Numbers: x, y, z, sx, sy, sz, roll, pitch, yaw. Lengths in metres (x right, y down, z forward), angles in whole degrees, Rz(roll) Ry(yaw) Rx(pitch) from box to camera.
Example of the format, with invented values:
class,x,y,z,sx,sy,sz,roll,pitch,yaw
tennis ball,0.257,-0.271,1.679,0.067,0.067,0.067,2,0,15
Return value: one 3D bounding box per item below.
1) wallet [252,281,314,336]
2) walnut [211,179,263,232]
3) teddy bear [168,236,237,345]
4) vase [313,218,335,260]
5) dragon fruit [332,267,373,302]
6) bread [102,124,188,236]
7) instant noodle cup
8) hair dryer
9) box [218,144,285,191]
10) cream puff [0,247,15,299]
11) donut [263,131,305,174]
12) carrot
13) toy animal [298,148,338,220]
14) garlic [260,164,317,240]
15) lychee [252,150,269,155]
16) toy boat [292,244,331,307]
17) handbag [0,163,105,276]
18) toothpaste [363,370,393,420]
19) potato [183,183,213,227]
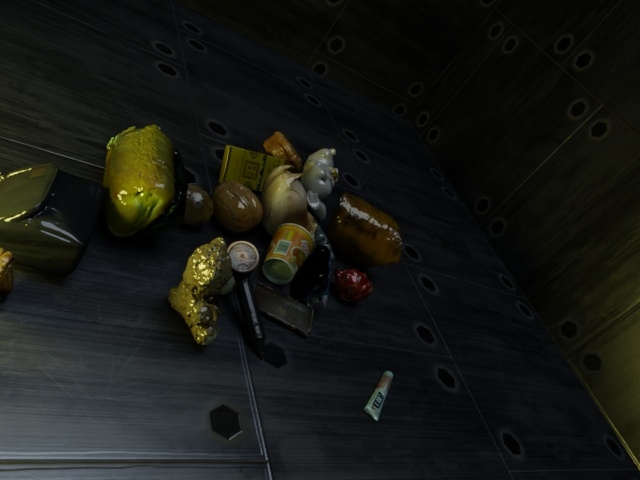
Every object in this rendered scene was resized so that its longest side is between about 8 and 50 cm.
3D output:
class,x,y,z,sx,sy,sz,roll,pitch,yaw
wallet,-0.129,0.228,1.814,0.232,0.031,0.122,28,36,-15
walnut,-0.303,-0.120,1.963,0.197,0.165,0.165,40,29,17
teddy bear,-0.319,0.120,1.528,0.156,0.256,0.267,22,33,-20
vase,0.000,0.000,2.235,0.060,0.060,0.211,3,47,-46
dragon fruit,0.115,0.170,2.075,0.166,0.133,0.136,35,-12,-11
bread,-0.546,-0.185,1.686,0.251,0.208,0.377,-15,48,-1
instant noodle cup,-0.122,0.056,1.942,0.168,0.168,0.185,35,39,-9
hair dryer,-0.230,0.193,1.676,0.107,0.189,0.352,-10,76,-23
box,-0.276,-0.284,2.227,0.279,0.153,0.041,7,9,-43
cream puff,-0.752,0.073,1.251,0.104,0.119,0.133,0,18,-25
donut,-0.159,-0.375,2.444,0.227,0.113,0.226,57,4,-6
carrot,0.177,-0.037,2.300,0.340,0.241,0.241,33,30,-9
toy animal,-0.007,-0.259,2.392,0.208,0.154,0.325,49,49,-65
garlic,-0.130,-0.141,2.093,0.313,0.249,0.286,60,36,-43
lychee,-0.263,-0.329,2.332,0.146,0.114,0.114,10,40,-29
toy boat,-0.019,0.131,2.010,0.299,0.134,0.092,-83,155,-58
handbag,-0.725,-0.084,1.420,0.275,0.178,0.302,25,33,-25
toothpaste,0.196,0.504,1.799,0.056,0.036,0.205,40,34,2
potato,-0.442,-0.121,1.842,0.176,0.137,0.137,20,35,-27
